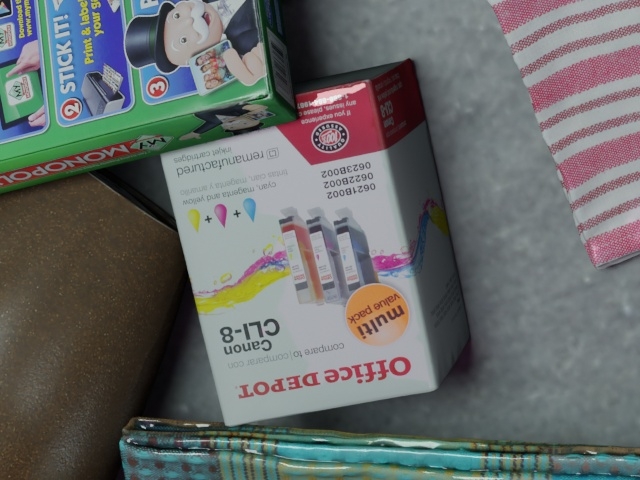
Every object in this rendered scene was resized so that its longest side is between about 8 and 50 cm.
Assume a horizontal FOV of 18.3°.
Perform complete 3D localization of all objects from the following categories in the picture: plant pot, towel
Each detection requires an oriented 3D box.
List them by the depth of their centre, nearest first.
[{"bbox_3d":[0.185,-0.083,1.080,0.144,0.029,0.197,-17,119,15],"label":"towel"},{"bbox_3d":[0.076,0.223,1.141,0.370,0.040,0.271,3,123,11],"label":"towel"},{"bbox_3d":[-0.181,0.062,1.149,0.215,0.215,0.230,35,92,5],"label":"plant pot"}]

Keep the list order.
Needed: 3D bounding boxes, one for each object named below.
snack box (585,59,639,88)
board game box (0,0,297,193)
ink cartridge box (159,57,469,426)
[{"bbox_3d":[0.175,-0.144,1.101,0.141,0.037,0.100,-16,98,15],"label":"snack box"},{"bbox_3d":[-0.139,-0.193,1.093,0.213,0.046,0.317,-13,72,15],"label":"board game box"},{"bbox_3d":[0.000,0.000,1.120,0.128,0.127,0.176,-11,98,14],"label":"ink cartridge box"}]
